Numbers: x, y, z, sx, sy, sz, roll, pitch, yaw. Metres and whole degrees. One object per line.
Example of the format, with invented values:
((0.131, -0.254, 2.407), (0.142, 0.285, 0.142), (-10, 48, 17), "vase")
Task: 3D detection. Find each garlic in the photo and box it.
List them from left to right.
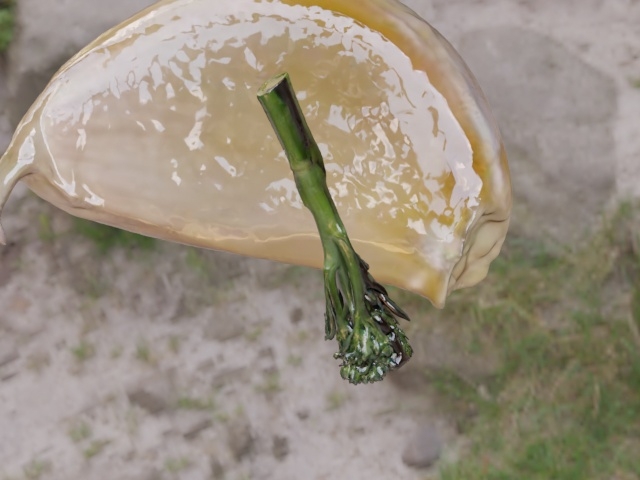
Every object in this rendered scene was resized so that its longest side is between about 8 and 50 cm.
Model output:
((-0.028, -0.048, 0.743), (0.245, 0.145, 0.164), (6, 50, -4), "garlic")

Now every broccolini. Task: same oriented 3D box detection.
((0.000, 0.000, 0.581), (0.035, 0.140, 0.030), (-35, 35, -17), "broccolini")
